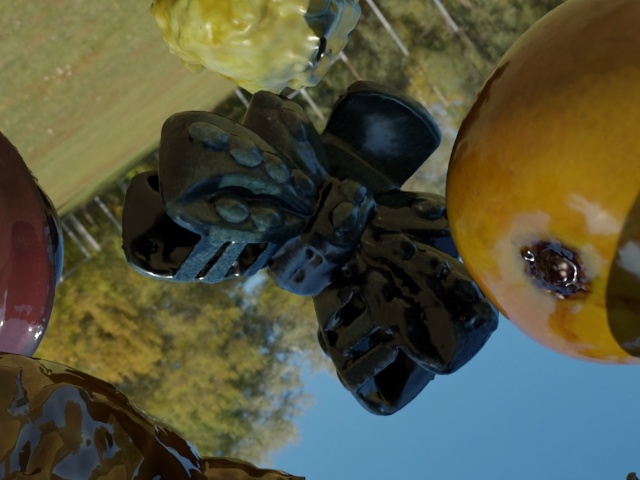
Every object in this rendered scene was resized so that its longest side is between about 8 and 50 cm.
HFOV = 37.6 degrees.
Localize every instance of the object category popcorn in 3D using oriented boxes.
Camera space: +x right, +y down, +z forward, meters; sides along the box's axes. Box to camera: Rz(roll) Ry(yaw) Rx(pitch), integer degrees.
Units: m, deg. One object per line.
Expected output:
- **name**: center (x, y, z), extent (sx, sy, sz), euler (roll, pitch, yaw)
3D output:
- **popcorn**: center (-0.063, -0.273, 1.060), extent (0.252, 0.215, 0.286), euler (-31, -179, 3)

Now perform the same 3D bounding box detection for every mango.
- **mango**: center (0.233, -0.053, 0.641), extent (0.378, 0.221, 0.263), euler (-21, 143, -51)

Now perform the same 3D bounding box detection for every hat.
- **hat**: center (-0.258, 0.003, 0.731), extent (0.205, 0.205, 0.089), euler (-29, 168, 37)

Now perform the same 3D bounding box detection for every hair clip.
- **hair clip**: center (-0.001, -0.006, 0.784), extent (0.194, 0.310, 0.206), euler (-44, -164, 48)

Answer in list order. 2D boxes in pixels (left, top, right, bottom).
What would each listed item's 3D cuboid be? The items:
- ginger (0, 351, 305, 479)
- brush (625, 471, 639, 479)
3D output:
- **ginger**: center (-0.127, 0.212, 0.458), extent (0.357, 0.274, 0.152), euler (-58, -144, 21)
- **brush**: center (0.335, 0.380, 1.029), extent (0.043, 0.036, 0.247), euler (73, 31, -59)
